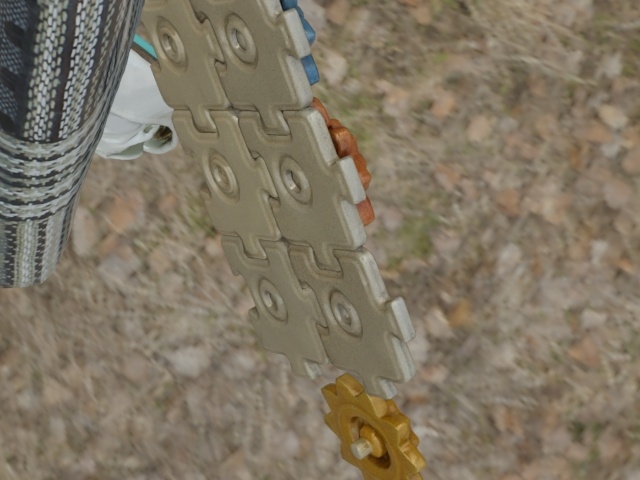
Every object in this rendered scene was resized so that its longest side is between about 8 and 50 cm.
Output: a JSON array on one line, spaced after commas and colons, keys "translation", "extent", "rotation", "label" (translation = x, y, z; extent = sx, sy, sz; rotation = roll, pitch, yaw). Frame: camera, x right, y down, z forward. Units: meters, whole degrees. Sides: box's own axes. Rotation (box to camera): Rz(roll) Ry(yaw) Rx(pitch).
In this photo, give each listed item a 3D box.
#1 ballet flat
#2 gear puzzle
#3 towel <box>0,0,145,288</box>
[{"translation": [-0.189, -0.138, 1.646], "extent": [0.139, 0.400, 0.139], "rotation": [0, 89, 8], "label": "ballet flat"}, {"translation": [0.000, 0.000, 0.934], "extent": [0.044, 0.175, 0.339], "rotation": [-29, 108, -27], "label": "gear puzzle"}, {"translation": [-0.022, -0.185, 0.473], "extent": [0.056, 0.324, 0.312], "rotation": [17, 143, -4], "label": "towel"}]
